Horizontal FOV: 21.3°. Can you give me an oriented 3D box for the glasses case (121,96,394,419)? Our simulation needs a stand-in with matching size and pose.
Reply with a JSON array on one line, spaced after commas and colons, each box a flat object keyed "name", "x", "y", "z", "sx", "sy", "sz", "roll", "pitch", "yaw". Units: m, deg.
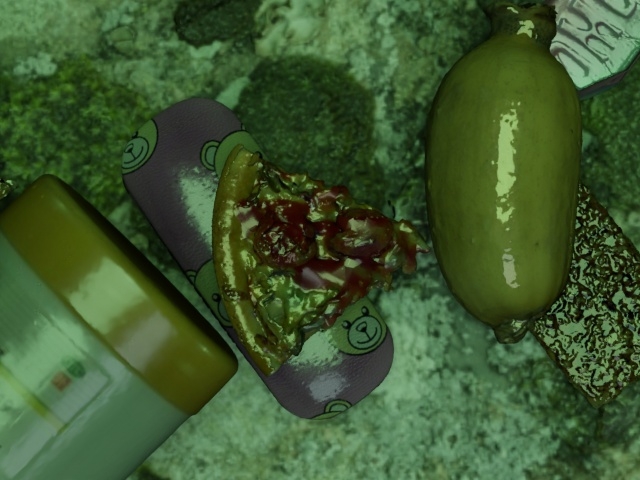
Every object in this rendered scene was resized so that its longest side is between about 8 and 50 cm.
[{"name": "glasses case", "x": -0.058, "y": 0.016, "z": 1.530, "sx": 0.123, "sy": 0.076, "sz": 0.316, "roll": -36, "pitch": 86, "yaw": -4}]

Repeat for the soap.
[{"name": "soap", "x": 0.249, "y": -0.194, "z": 1.555, "sx": 0.100, "sy": 0.056, "sz": 0.149, "roll": 38, "pitch": 86, "yaw": 6}]

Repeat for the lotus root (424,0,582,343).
[{"name": "lotus root", "x": 0.155, "y": -0.060, "z": 1.476, "sx": 0.130, "sy": 0.146, "sz": 0.303, "roll": 2, "pitch": 90, "yaw": -26}]

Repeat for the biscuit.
[{"name": "biscuit", "x": 0.229, "y": 0.030, "z": 1.552, "sx": 0.131, "sy": 0.025, "sz": 0.231, "roll": -40, "pitch": 86, "yaw": -2}]

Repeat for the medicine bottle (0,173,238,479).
[{"name": "medicine bottle", "x": -0.229, "y": 0.102, "z": 1.443, "sx": 0.232, "sy": 0.238, "sz": 0.238, "roll": -44, "pitch": 86, "yaw": -3}]

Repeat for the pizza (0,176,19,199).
[{"name": "pizza", "x": -0.391, "y": -0.086, "z": 1.535, "sx": 0.223, "sy": 0.089, "sz": 0.323, "roll": -10, "pitch": 81, "yaw": -6}]

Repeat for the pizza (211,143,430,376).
[{"name": "pizza", "x": 0.000, "y": 0.000, "z": 1.471, "sx": 0.193, "sy": 0.053, "sz": 0.201, "roll": -15, "pitch": 83, "yaw": -10}]
